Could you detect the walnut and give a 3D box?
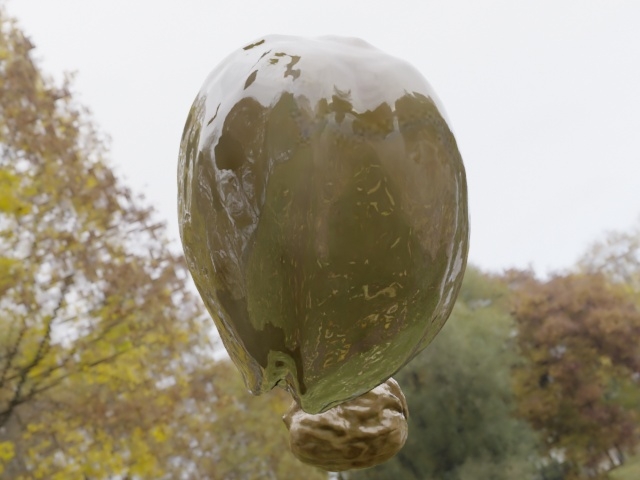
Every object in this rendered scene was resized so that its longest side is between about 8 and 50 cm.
[{"bbox_3d":[0.018,0.135,0.880,0.096,0.079,0.082,-2,-44,8],"label":"walnut"}]

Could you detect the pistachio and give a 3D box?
[{"bbox_3d":[0.000,0.000,0.548,0.238,0.138,0.153,87,-156,-64],"label":"pistachio"}]
